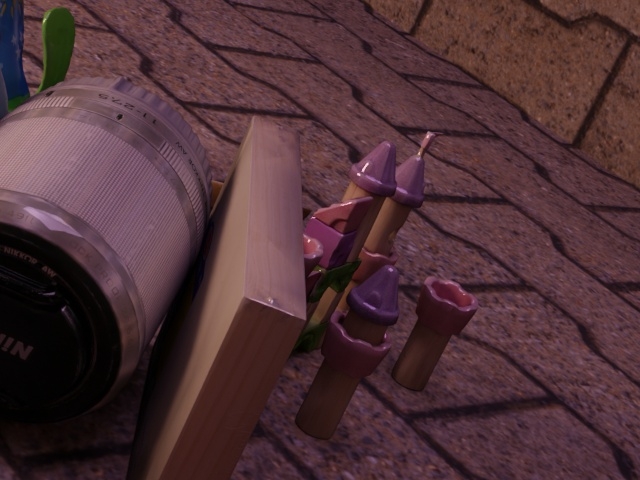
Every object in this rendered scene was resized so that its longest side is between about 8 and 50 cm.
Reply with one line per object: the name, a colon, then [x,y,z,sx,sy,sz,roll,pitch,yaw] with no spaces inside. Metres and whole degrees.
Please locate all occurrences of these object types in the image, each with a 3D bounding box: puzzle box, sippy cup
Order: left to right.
sippy cup: [-0.434,-0.260,1.675,0.305,0.224,0.240,7,16,-13]
puzzle box: [-0.088,0.080,1.244,0.052,0.272,0.409,21,21,-10]

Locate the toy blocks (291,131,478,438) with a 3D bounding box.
toy blocks: [0.000,0.000,1.554,0.309,0.260,0.288,33,22,20]

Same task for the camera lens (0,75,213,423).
camera lens: [-0.226,0.006,1.277,0.219,0.219,0.274,25,35,-1]

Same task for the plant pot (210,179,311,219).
plant pot: [-0.128,-0.054,1.769,0.236,0.032,0.236,15,0,0]

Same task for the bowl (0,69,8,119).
bowl: [-0.452,-0.104,1.311,0.311,0.311,0.163,23,41,-6]
